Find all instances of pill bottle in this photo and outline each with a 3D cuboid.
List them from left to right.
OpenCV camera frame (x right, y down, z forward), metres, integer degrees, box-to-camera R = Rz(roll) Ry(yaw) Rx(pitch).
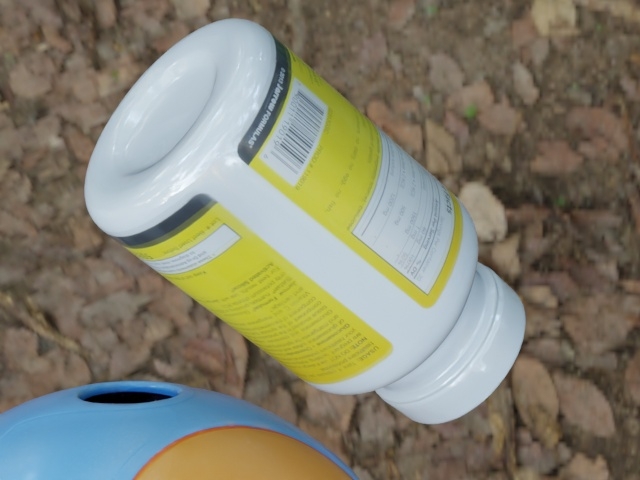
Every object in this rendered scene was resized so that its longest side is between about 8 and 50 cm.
[{"bbox_3d":[0.000,0.000,0.651,0.103,0.184,0.103,-35,33,26],"label":"pill bottle"}]

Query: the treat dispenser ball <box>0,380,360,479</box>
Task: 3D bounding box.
[{"bbox_3d":[-0.087,0.211,0.746,0.288,0.288,0.288,-4,56,6],"label":"treat dispenser ball"}]
